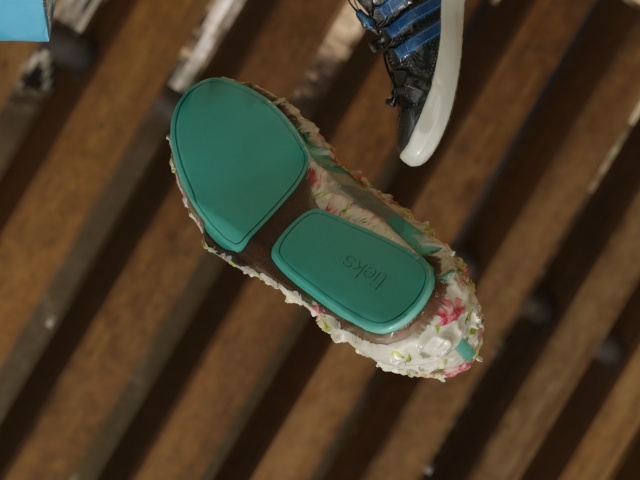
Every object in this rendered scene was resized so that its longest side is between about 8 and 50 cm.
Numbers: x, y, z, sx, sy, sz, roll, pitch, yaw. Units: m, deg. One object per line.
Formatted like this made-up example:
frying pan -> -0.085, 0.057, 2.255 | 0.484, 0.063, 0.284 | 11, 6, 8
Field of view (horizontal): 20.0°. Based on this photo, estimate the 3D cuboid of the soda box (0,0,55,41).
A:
soda box -> -0.260, -0.163, 1.045 | 0.210, 0.067, 0.071 | 1, 140, 1

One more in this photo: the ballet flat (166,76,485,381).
ballet flat -> 0.000, 0.000, 0.934 | 0.241, 0.091, 0.077 | 46, -177, 43

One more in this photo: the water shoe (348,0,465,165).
water shoe -> 0.053, -0.151, 1.195 | 0.080, 0.203, 0.073 | 7, 177, -5
